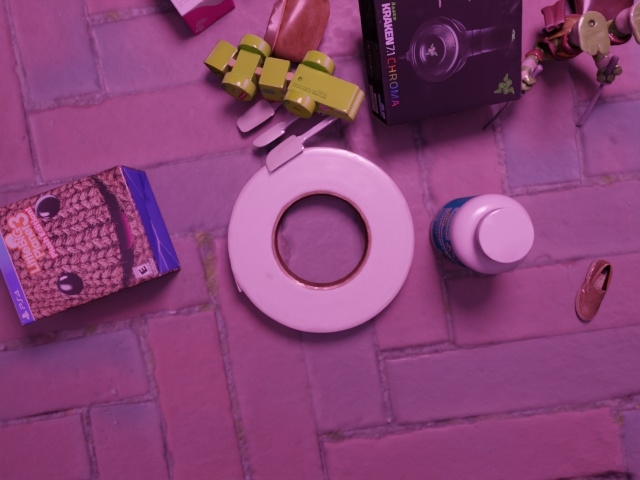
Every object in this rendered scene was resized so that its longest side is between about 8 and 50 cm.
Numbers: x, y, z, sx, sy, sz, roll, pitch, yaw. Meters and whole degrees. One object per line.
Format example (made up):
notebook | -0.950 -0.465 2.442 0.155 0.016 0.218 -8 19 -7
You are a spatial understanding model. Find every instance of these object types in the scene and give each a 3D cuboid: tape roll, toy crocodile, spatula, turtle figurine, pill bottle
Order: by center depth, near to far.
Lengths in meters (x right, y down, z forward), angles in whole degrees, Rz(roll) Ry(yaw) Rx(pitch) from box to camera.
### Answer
turtle figurine | 0.485 -0.321 0.914 0.197 0.266 0.275 20 96 -3
pill bottle | 0.307 -0.015 0.926 0.146 0.264 0.146 0 92 0
toy crocodile | -0.079 -0.317 0.968 0.340 0.105 0.115 19 81 9
spatula | -0.045 -0.267 1.006 0.242 0.019 0.168 -35 59 1
tape roll | 0.000 0.000 1.026 0.391 0.072 0.392 0 93 1

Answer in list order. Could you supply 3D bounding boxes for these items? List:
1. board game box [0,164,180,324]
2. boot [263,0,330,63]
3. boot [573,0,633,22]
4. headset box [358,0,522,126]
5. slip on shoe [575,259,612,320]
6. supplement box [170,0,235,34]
board game box | -0.477 0.006 0.994 0.290 0.141 0.232 -20 92 1
boot | -0.027 -0.519 0.994 0.115 0.112 0.305 15 101 -11
boot | 0.531 -0.532 0.987 0.248 0.090 0.207 2 91 -3
headset box | 0.230 -0.369 0.902 0.283 0.131 0.246 -12 117 -4
slip on shoe | 0.591 0.108 1.041 0.051 0.041 0.135 20 93 -1
supplement box | -0.285 -0.555 0.981 0.114 0.111 0.220 -36 92 2
